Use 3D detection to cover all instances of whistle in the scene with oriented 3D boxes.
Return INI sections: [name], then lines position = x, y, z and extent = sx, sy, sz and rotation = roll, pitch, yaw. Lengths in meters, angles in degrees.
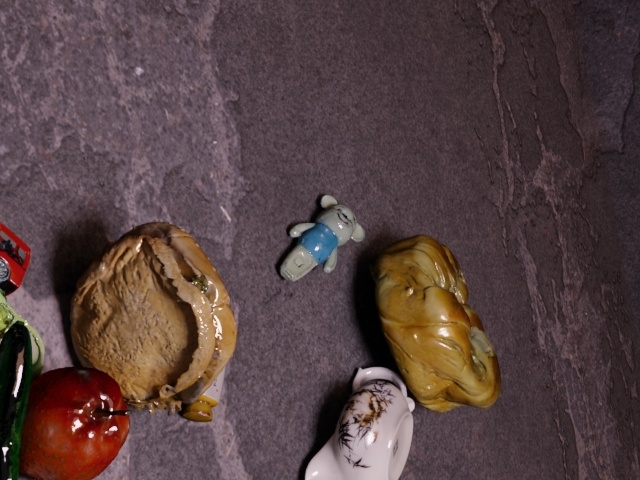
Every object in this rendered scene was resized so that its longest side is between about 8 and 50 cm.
[whistle]
position = 0.000, 0.000, 1.935
extent = 0.114, 0.077, 0.235
rotation = 48, 44, -3

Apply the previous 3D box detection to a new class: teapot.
[teapot]
position = 0.084, 0.344, 1.879
extent = 0.300, 0.165, 0.208
rotation = -67, 147, -51

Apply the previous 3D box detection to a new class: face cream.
[face cream]
position = -0.180, 0.195, 1.652
extent = 0.072, 0.051, 0.182
rotation = 36, 52, -44

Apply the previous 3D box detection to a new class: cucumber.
[cucumber]
position = -0.386, 0.239, 1.274
extent = 0.056, 0.056, 0.284
rotation = 9, 83, -50

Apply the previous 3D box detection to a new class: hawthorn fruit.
[hawthorn fruit]
position = -0.313, 0.236, 1.350
extent = 0.157, 0.194, 0.157
rotation = 26, 53, -40

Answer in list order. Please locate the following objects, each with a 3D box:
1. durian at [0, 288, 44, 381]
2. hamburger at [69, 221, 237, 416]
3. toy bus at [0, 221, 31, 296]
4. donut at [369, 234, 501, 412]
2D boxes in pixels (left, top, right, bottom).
[durian]
position = -0.462, 0.078, 1.280
extent = 0.375, 0.132, 0.107
rotation = 54, 22, -40
[hamburger]
position = -0.229, 0.118, 1.463
extent = 0.146, 0.243, 0.286
rotation = -12, 103, -55
[toy bus]
position = -0.466, -0.007, 1.336
extent = 0.195, 0.081, 0.089
rotation = 47, 36, -32
[donut]
position = 0.227, 0.164, 2.031
extent = 0.360, 0.170, 0.360
rotation = 58, 19, -34
